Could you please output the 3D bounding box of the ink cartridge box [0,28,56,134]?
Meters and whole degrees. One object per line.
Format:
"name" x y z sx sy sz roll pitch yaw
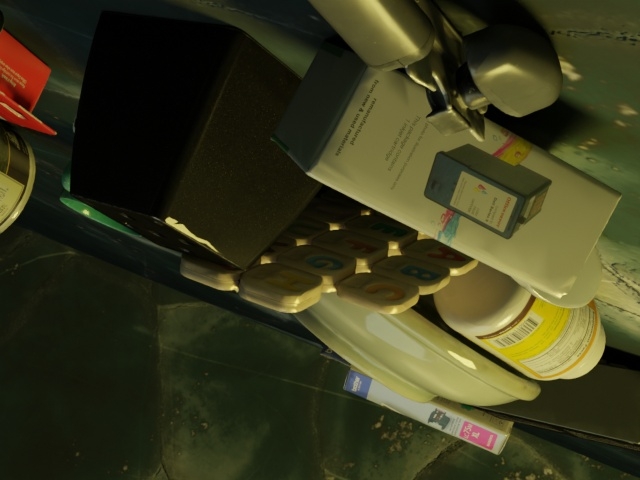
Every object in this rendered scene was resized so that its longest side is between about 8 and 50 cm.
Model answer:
"ink cartridge box" -0.398 -0.201 1.392 0.231 0.078 0.134 20 171 21

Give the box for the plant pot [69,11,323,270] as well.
"plant pot" -0.112 -0.080 1.117 0.187 0.167 0.188 14 166 41

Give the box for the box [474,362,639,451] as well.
"box" 0.350 0.220 1.755 0.261 0.103 0.184 10 173 29

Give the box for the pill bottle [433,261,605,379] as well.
"pill bottle" 0.221 0.077 1.339 0.117 0.117 0.215 15 167 43

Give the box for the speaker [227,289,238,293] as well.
"speaker" -0.100 -0.004 1.607 0.055 0.136 0.055 26 168 6

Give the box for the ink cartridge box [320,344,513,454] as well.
"ink cartridge box" 0.168 0.200 1.979 0.311 0.185 0.065 24 132 8

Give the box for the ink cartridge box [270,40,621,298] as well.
"ink cartridge box" 0.086 -0.054 0.913 0.212 0.093 0.154 28 -174 -16

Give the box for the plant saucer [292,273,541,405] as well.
"plant saucer" 0.068 0.088 1.463 0.400 0.100 0.400 36 -174 -4

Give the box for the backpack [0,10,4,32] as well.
"backpack" -0.412 -0.197 1.178 0.188 0.165 0.144 24 161 9

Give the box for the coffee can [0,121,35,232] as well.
"coffee can" -0.587 -0.131 1.854 0.202 0.201 0.275 18 169 30

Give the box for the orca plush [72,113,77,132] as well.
"orca plush" -0.144 -0.095 1.321 0.102 0.151 0.287 -14 154 17

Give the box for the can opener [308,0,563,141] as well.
"can opener" 0.058 -0.144 0.711 0.095 0.076 0.283 -17 152 23

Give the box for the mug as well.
"mug" -0.290 -0.077 1.764 0.130 0.097 0.158 25 170 -5

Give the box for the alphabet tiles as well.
"alphabet tiles" 0.000 0.000 1.242 0.278 0.021 0.284 19 -153 31

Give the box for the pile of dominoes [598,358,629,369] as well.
"pile of dominoes" 0.326 0.150 1.822 0.251 0.040 0.196 16 170 -5

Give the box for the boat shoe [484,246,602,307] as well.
"boat shoe" 0.155 -0.013 1.128 0.229 0.080 0.076 29 175 -25
